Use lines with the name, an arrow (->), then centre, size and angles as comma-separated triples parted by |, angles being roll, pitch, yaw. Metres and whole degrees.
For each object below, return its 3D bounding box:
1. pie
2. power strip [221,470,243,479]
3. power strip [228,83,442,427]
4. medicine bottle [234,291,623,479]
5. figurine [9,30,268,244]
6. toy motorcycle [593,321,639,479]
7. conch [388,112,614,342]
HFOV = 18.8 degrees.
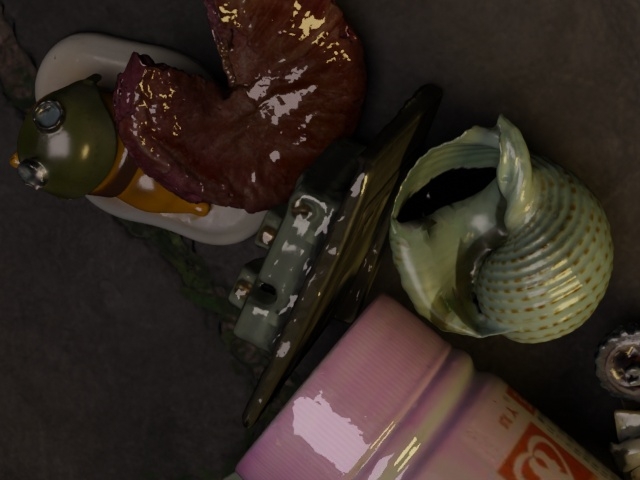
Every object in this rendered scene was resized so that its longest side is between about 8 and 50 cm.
pie -> -0.061, -0.126, 1.631 | 0.204, 0.054, 0.219 | 29, 96, -23
power strip -> 0.006, 0.305, 1.700 | 0.229, 0.141, 0.261 | -31, 80, -10
power strip -> -0.001, -0.001, 1.591 | 0.092, 0.251, 0.257 | 29, 112, 12
medicine bottle -> 0.110, 0.212, 1.593 | 0.316, 0.202, 0.202 | 40, 113, 2
figurine -> -0.164, -0.075, 1.677 | 0.250, 0.141, 0.167 | 28, 110, 7
toy motorcycle -> 0.310, 0.171, 1.639 | 0.129, 0.094, 0.229 | -9, 113, 14
conch -> 0.155, -0.010, 1.609 | 0.172, 0.131, 0.200 | -6, 98, 20
